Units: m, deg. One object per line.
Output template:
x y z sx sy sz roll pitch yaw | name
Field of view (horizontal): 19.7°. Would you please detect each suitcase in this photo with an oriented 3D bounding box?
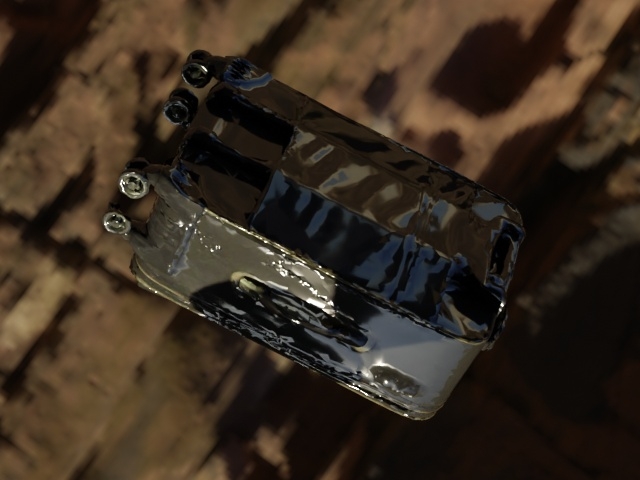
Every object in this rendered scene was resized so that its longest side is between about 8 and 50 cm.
0.000 0.000 1.972 0.283 0.434 0.194 -68 -175 -49 | suitcase
